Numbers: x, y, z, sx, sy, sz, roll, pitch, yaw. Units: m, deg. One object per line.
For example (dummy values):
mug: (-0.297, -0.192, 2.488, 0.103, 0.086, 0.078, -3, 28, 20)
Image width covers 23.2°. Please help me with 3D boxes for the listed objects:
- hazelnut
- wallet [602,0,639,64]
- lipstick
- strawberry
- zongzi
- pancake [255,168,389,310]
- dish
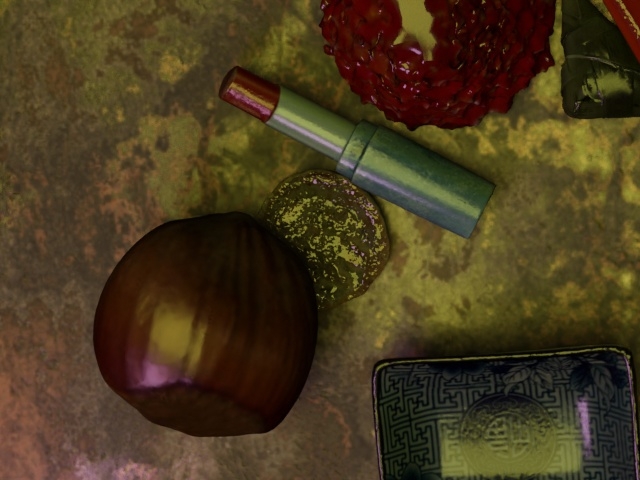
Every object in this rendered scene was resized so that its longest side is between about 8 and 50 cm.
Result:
hazelnut: (-0.109, 0.081, 1.451, 0.210, 0.210, 0.186, 42, 141, 2)
wallet: (0.329, -0.179, 1.361, 0.142, 0.045, 0.204, -33, 92, -28)
lipstick: (0.028, -0.088, 1.446, 0.274, 0.068, 0.061, 27, 103, 3)
strawberry: (0.107, -0.195, 1.366, 0.234, 0.178, 0.234, 2, 105, 7)
zongzi: (0.293, -0.175, 1.398, 0.154, 0.062, 0.130, -1, 86, 4)
pancake: (0.000, 0.000, 1.488, 0.139, 0.022, 0.139, 2, 104, 10)
dish: (0.177, 0.185, 1.456, 0.243, 0.080, 0.182, -4, 97, 13)
